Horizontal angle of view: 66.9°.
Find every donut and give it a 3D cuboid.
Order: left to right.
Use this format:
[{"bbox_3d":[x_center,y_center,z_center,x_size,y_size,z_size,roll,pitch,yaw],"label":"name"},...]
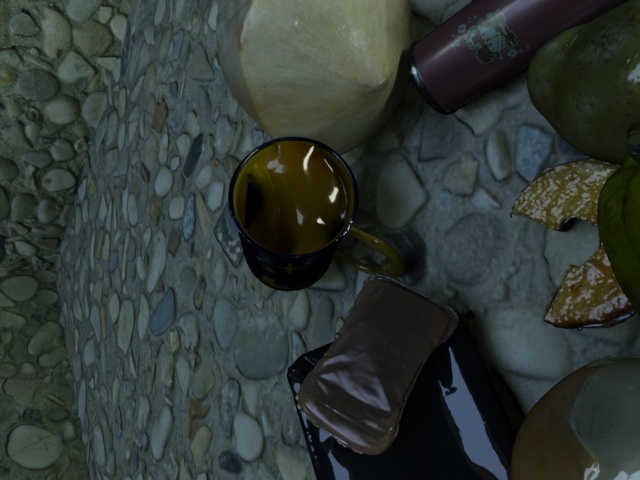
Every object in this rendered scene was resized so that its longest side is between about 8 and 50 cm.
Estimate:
[{"bbox_3d":[0.295,0.002,0.514,0.146,0.078,0.181,-30,59,44],"label":"donut"}]

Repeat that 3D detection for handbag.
[{"bbox_3d":[0.125,0.266,0.644,0.274,0.178,0.302,-20,63,2],"label":"handbag"}]

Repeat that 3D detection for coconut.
[{"bbox_3d":[-0.002,-0.272,0.721,0.328,0.328,0.329,-4,84,49],"label":"coconut"}]

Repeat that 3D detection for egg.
[{"bbox_3d":[0.278,0.214,0.425,0.201,0.201,0.244,64,142,30],"label":"egg"}]

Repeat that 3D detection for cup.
[{"bbox_3d":[-0.020,0.009,0.762,0.255,0.178,0.256,50,165,12],"label":"cup"}]

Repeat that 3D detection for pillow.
[{"bbox_3d":[0.067,0.146,0.599,0.135,0.034,0.211,27,74,25],"label":"pillow"}]

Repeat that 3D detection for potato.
[{"bbox_3d":[0.285,-0.154,0.468,0.194,0.157,0.157,39,118,59],"label":"potato"}]

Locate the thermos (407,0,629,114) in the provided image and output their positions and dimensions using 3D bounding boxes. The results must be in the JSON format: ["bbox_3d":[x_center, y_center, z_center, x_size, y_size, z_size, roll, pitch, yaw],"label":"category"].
[{"bbox_3d":[0.256,-0.281,0.546,0.330,0.109,0.137,-24,69,46],"label":"thermos"}]

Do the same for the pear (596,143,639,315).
[{"bbox_3d":[0.354,0.012,0.303,0.321,0.269,0.269,31,112,22],"label":"pear"}]
